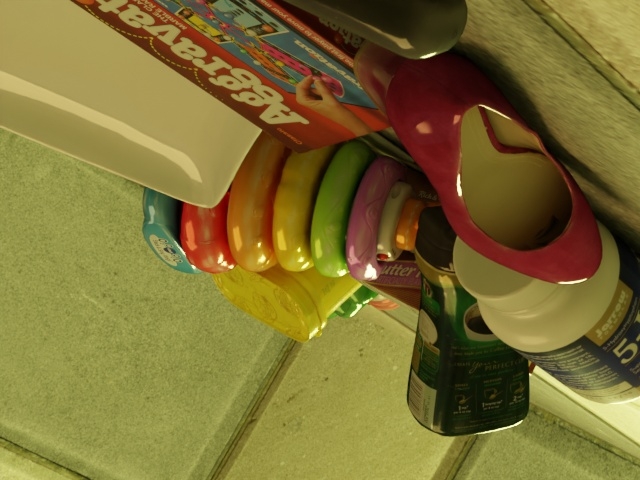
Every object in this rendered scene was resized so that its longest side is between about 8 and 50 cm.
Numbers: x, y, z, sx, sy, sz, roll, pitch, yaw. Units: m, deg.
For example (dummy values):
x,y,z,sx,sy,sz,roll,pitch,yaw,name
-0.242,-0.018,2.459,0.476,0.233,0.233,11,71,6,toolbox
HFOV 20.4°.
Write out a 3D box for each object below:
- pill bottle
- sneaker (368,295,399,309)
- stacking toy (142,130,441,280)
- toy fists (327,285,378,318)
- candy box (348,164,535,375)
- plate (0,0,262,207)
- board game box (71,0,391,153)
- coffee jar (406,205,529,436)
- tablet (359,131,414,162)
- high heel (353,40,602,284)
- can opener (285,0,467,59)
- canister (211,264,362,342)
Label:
x,y,z,sx,sy,sz,roll,pitch,yaw,name
0.178,0.039,1.291,0.112,0.112,0.187,26,175,43,pill bottle
-0.011,-0.025,2.065,0.314,0.116,0.136,17,157,43,sneaker
0.017,-0.028,1.482,0.302,0.165,0.175,15,162,17,stacking toy
-0.015,-0.008,1.870,0.096,0.142,0.279,34,174,-39,toy fists
0.123,0.023,1.518,0.187,0.109,0.053,29,175,28,candy box
-0.169,-0.136,1.289,0.277,0.045,0.278,22,155,-8,plate
-0.073,-0.145,1.113,0.281,0.027,0.145,33,156,-28,board game box
0.119,0.056,1.391,0.096,0.184,0.079,-7,-152,-18,coffee jar
0.037,-0.089,1.482,0.083,0.006,0.054,33,175,-30,tablet
0.121,-0.033,1.080,0.244,0.082,0.117,49,176,-35,high heel
-0.043,-0.170,0.804,0.283,0.076,0.095,28,-153,22,can opener
0.000,0.000,1.621,0.126,0.170,0.073,27,147,36,canister
